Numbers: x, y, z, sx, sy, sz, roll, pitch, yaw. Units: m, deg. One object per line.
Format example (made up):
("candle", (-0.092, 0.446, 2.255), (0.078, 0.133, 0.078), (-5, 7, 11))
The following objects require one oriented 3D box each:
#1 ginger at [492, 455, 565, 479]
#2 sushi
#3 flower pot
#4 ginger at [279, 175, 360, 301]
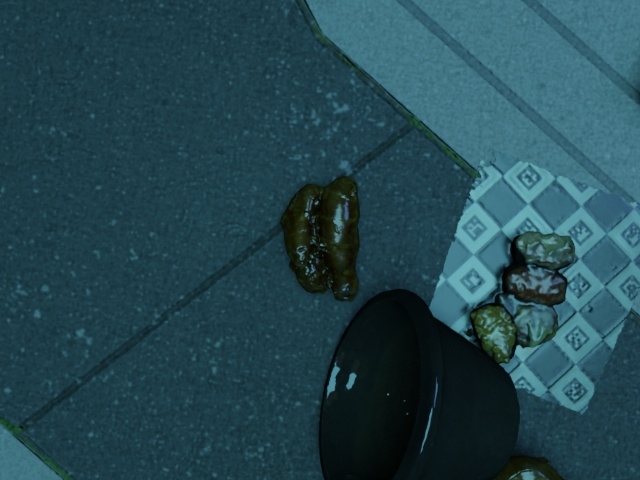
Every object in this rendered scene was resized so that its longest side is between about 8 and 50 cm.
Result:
("ginger", (0.290, 0.411, 0.977), (0.133, 0.107, 0.309), (-12, 95, -14))
("sushi", (0.288, 0.053, 0.998), (0.264, 0.050, 0.290), (22, 90, 0))
("flower pot", (0.124, 0.202, 0.921), (0.166, 0.269, 0.268), (16, 91, -19))
("ginger", (0.000, 0.000, 0.985), (0.103, 0.073, 0.162), (-2, 92, 1))
